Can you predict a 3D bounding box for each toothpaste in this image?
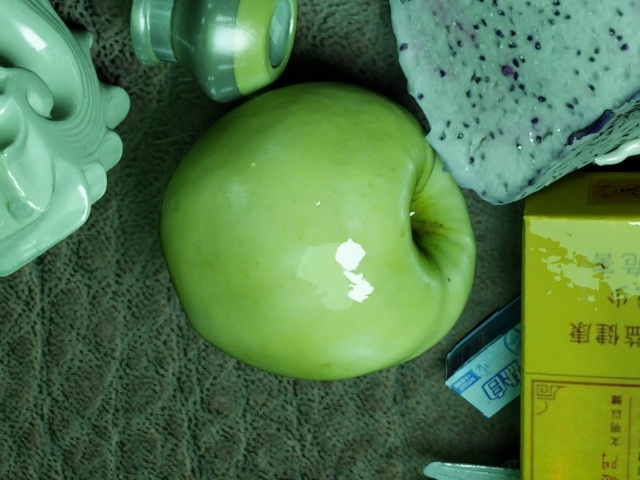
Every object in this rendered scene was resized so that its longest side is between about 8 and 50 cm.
[{"bbox_3d":[0.229,0.058,1.517,0.066,0.053,0.272,40,116,-17],"label":"toothpaste"}]

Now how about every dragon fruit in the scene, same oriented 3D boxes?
[{"bbox_3d":[0.204,-0.187,1.301,0.221,0.204,0.283,53,140,6],"label":"dragon fruit"}]

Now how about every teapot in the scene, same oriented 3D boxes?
[{"bbox_3d":[-0.085,-0.172,1.385,0.119,0.130,0.166,12,154,16],"label":"teapot"}]

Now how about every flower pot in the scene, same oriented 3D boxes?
[{"bbox_3d":[-0.321,-0.157,1.332,0.164,0.254,0.367,-34,110,23],"label":"flower pot"}]

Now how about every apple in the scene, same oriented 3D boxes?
[{"bbox_3d":[0.000,0.000,1.394,0.262,0.262,0.262,3,121,4],"label":"apple"}]

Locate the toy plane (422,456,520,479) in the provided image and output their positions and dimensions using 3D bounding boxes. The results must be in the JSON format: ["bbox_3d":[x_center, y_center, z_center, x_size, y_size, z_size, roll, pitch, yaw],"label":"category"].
[{"bbox_3d":[0.247,0.238,1.611,0.267,0.088,0.212,-30,115,12],"label":"toy plane"}]

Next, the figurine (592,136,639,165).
[{"bbox_3d":[0.282,-0.083,1.426,0.109,0.064,0.047,-13,128,-5],"label":"figurine"}]

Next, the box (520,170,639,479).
[{"bbox_3d":[0.302,0.150,1.442,0.264,0.116,0.415,0,113,9],"label":"box"}]
